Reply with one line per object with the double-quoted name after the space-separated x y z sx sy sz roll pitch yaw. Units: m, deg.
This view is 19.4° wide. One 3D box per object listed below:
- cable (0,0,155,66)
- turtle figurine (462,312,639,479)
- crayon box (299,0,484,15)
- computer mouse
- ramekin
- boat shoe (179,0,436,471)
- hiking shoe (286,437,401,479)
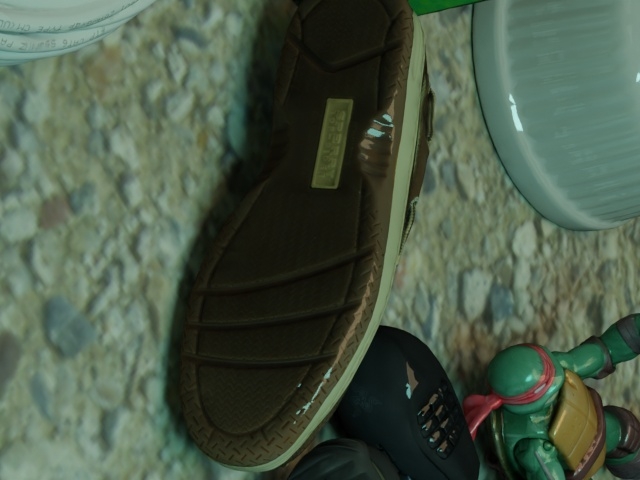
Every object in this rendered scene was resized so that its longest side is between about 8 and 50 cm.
-0.148 -0.200 0.780 0.257 0.089 0.257 -40 114 -45 "cable"
0.152 0.110 1.067 0.175 0.118 0.234 -62 146 -17 "turtle figurine"
0.090 -0.249 1.012 0.081 0.165 0.278 47 51 -35 "crayon box"
0.060 0.148 0.986 0.041 0.071 0.242 -52 127 -46 "computer mouse"
0.196 -0.113 1.162 0.207 0.109 0.207 10 77 -49 "ramekin"
0.007 0.001 0.934 0.095 0.095 0.257 55 50 -60 "boat shoe"
0.036 0.199 0.955 0.114 0.086 0.227 -37 117 -64 "hiking shoe"
